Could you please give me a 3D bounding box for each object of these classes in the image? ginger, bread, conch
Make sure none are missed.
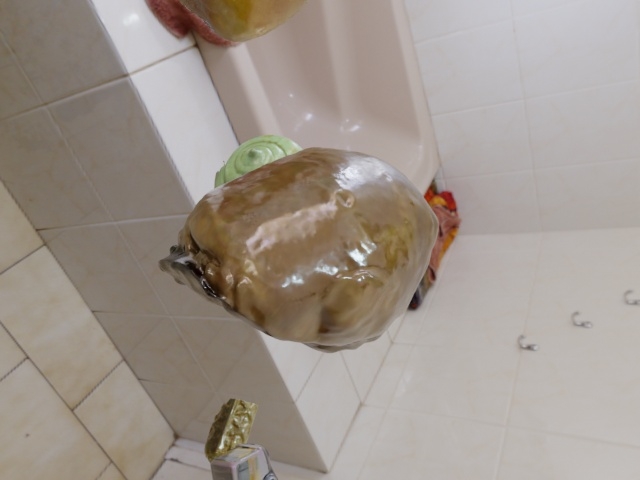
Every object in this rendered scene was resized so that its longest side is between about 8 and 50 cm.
[{"bbox_3d":[0.003,0.001,0.502,0.223,0.200,0.269,-57,152,-10],"label":"ginger"},{"bbox_3d":[-0.150,0.317,0.809,0.060,0.066,0.110,86,20,-61],"label":"bread"},{"bbox_3d":[-0.079,-0.049,0.723,0.251,0.143,0.137,100,-11,-69],"label":"conch"}]

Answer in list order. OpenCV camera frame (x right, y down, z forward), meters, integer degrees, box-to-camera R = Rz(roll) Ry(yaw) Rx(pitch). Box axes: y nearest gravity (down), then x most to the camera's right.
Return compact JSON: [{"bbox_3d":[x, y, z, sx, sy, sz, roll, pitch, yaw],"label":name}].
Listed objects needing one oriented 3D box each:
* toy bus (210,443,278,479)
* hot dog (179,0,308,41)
[{"bbox_3d":[-0.086,0.343,0.602,0.072,0.057,0.172,-4,82,-50],"label":"toy bus"},{"bbox_3d":[-0.174,-0.451,0.607,0.185,0.405,0.223,-41,166,-17],"label":"hot dog"}]
